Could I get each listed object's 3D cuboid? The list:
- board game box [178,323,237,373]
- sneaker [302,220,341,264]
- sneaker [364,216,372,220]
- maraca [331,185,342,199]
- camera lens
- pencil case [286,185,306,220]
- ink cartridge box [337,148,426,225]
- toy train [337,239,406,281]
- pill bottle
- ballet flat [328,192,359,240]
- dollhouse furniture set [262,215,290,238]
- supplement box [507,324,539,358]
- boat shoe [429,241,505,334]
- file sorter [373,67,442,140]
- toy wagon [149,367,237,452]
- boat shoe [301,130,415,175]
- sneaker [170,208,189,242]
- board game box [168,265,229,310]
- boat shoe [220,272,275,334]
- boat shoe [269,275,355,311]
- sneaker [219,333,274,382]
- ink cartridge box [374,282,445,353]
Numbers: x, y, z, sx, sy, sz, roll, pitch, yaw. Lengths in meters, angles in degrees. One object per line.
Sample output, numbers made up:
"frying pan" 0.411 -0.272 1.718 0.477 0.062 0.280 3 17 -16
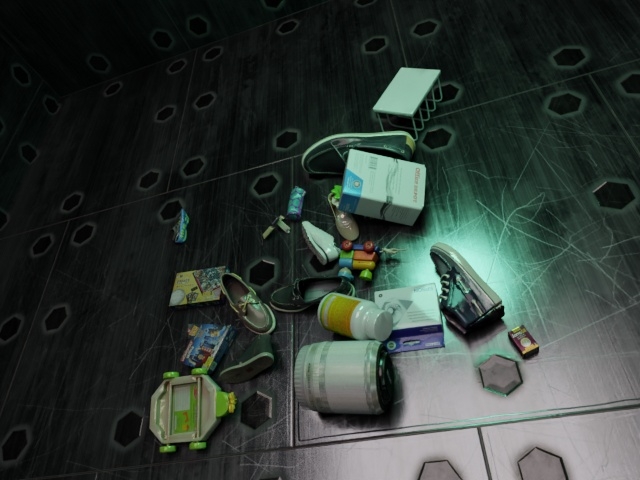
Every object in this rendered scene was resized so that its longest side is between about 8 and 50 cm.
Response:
"board game box" -0.450 0.400 1.819 0.194 0.060 0.194 11 61 30
"sneaker" 0.000 0.000 1.911 0.095 0.090 0.235 -26 53 -13
"sneaker" 0.215 -0.103 1.915 0.083 0.031 0.035 -35 51 -4
"maraca" 0.139 -0.202 1.959 0.186 0.099 0.127 -10 44 -14
"camera lens" 0.081 0.425 1.474 0.274 0.219 0.219 -6 55 19
"pencil case" -0.105 -0.161 2.070 0.070 0.064 0.151 -15 51 34
"ink cartridge box" 0.240 -0.206 1.842 0.307 0.129 0.223 12 58 -1
"toy train" 0.186 0.087 1.752 0.248 0.105 0.143 3 65 24
"pill bottle" 0.118 0.262 1.589 0.246 0.136 0.136 8 58 46
"ballet flat" 0.088 -0.106 1.940 0.086 0.086 0.248 -25 51 4
"dollhouse furniture set" -0.185 -0.038 2.053 0.081 0.091 0.114 42 104 -1
"supplement box" 0.621 0.309 1.443 0.055 0.043 0.083 -29 50 3
"boat shoe" 0.437 0.154 1.570 0.158 0.127 0.340 -29 50 -12
"file sorter" 0.400 -0.608 2.106 0.193 0.173 0.277 19 65 33
"toy wagon" -0.440 0.589 1.651 0.344 0.068 0.267 -12 66 15
"boat shoe" 0.154 -0.353 2.026 0.500 0.187 0.156 -4 49 14
"sneaker" -0.675 -0.072 2.245 0.078 0.067 0.188 -8 57 10
"board game box" -0.512 0.202 1.998 0.243 0.042 0.165 -9 54 17
"boat shoe" -0.293 0.242 1.841 0.116 0.096 0.324 -40 51 -8
"boat shoe" -0.047 0.189 1.764 0.340 0.113 0.127 -3 55 21
"sneaker" -0.264 0.432 1.720 0.222 0.083 0.118 -26 31 12
"ink cartridge box" 0.299 0.263 1.610 0.223 0.045 0.224 -12 53 15
